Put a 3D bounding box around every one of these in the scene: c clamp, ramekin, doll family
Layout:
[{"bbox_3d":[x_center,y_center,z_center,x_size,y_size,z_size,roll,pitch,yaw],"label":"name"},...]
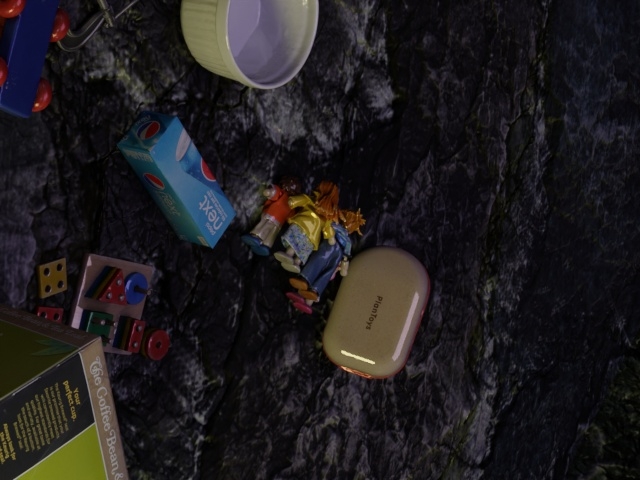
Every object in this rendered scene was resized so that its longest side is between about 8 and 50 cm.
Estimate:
[{"bbox_3d":[-0.303,-0.314,1.856,0.137,0.022,0.160,-50,154,-13],"label":"c clamp"},{"bbox_3d":[-0.106,-0.325,2.067,0.207,0.109,0.207,-22,119,-48],"label":"ramekin"},{"bbox_3d":[0.000,0.000,2.303,0.163,0.118,0.263,-59,141,-23],"label":"doll family"}]

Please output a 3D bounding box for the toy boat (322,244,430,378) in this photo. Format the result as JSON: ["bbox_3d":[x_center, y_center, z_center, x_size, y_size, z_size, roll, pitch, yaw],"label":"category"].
[{"bbox_3d":[0.099,0.125,2.488,0.151,0.151,0.231,74,36,-79],"label":"toy boat"}]

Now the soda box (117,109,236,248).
[{"bbox_3d":[-0.201,-0.085,2.050,0.071,0.067,0.210,-56,140,-26],"label":"soda box"}]

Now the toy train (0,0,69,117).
[{"bbox_3d":[-0.378,-0.275,1.699,0.105,0.143,0.248,26,75,-62],"label":"toy train"}]

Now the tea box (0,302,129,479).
[{"bbox_3d":[-0.419,0.301,1.751,0.323,0.220,0.329,-32,126,-43],"label":"tea box"}]

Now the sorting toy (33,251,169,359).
[{"bbox_3d":[-0.290,0.092,2.006,0.274,0.046,0.132,16,88,-54],"label":"sorting toy"}]
